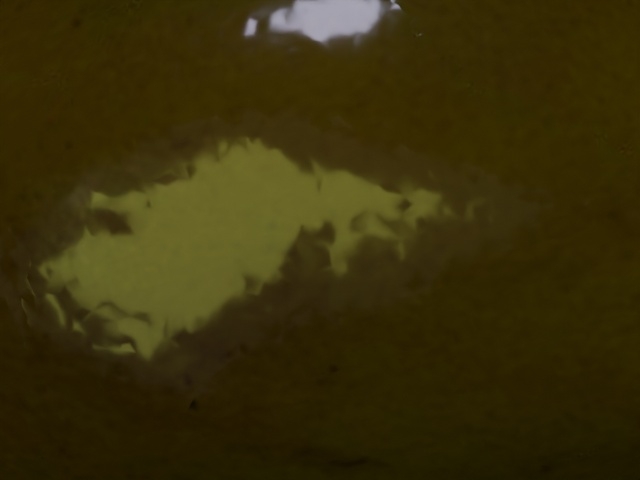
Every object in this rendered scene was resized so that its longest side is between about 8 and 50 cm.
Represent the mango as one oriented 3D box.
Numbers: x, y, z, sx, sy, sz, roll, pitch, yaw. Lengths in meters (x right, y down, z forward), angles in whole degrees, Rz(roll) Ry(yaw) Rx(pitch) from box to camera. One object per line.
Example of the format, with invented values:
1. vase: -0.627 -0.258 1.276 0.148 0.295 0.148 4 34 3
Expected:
1. mango: 0.000 0.000 0.488 0.317 0.173 0.211 -3 111 13
